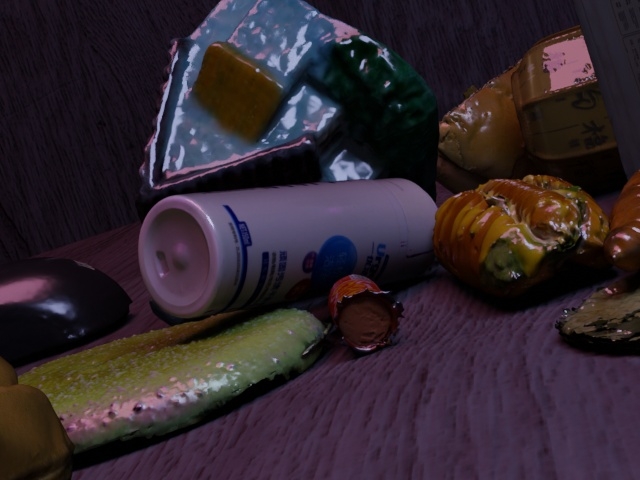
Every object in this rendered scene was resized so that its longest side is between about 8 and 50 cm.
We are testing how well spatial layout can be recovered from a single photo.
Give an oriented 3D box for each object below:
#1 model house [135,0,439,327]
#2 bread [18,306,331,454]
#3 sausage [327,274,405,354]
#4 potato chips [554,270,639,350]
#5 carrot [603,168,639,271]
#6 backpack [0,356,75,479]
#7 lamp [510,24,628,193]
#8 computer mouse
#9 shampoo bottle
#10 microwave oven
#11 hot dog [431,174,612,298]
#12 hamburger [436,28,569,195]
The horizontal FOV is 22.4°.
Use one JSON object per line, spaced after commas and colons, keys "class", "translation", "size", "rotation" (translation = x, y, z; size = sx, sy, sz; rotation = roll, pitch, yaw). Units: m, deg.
{"class": "model house", "translation": [-0.056, -0.042, 1.426], "size": [0.248, 0.230, 0.280], "rotation": [-53, -18, -18]}
{"class": "bread", "translation": [-0.135, 0.103, 1.170], "size": [0.301, 0.045, 0.301], "rotation": [-18, 7, 2]}
{"class": "sausage", "translation": [0.029, 0.047, 1.158], "size": [0.050, 0.048, 0.145], "rotation": [-56, 4, 3]}
{"class": "potato chips", "translation": [0.233, 0.021, 0.906], "size": [0.202, 0.029, 0.220], "rotation": [-19, 4, 0]}
{"class": "carrot", "translation": [0.217, -0.017, 1.055], "size": [0.059, 0.059, 0.248], "rotation": [-16, 3, 20]}
{"class": "backpack", "translation": [-0.268, 0.123, 0.704], "size": [0.353, 0.201, 0.378], "rotation": [-24, 9, -30]}
{"class": "lamp", "translation": [0.276, -0.130, 1.464], "size": [0.185, 0.161, 0.161], "rotation": [-17, 7, 20]}
{"class": "computer mouse", "translation": [-0.338, 0.079, 1.692], "size": [0.269, 0.100, 0.170], "rotation": [-18, 4, 2]}
{"class": "shampoo bottle", "translation": [0.000, 0.000, 1.258], "size": [0.092, 0.092, 0.303], "rotation": [-13, -5, 43]}
{"class": "microwave oven", "translation": [0.293, -0.133, 1.178], "size": [0.122, 0.208, 0.162], "rotation": [-23, 7, -30]}
{"class": "hot dog", "translation": [0.147, -0.007, 1.177], "size": [0.115, 0.072, 0.269], "rotation": [-12, 5, -7]}
{"class": "hamburger", "translation": [0.212, -0.117, 1.641], "size": [0.262, 0.131, 0.124], "rotation": [-31, -22, -40]}
